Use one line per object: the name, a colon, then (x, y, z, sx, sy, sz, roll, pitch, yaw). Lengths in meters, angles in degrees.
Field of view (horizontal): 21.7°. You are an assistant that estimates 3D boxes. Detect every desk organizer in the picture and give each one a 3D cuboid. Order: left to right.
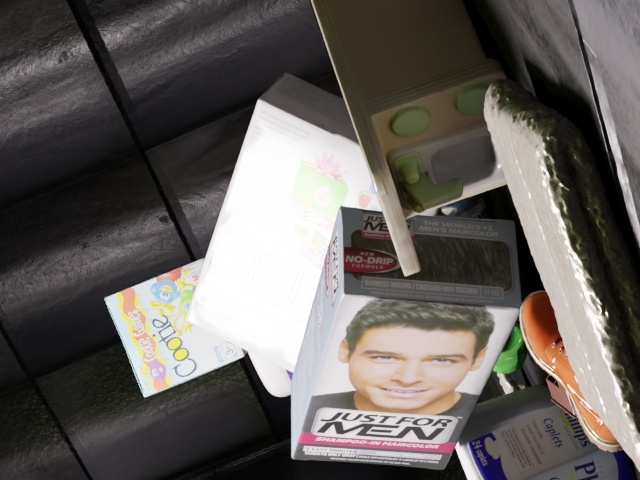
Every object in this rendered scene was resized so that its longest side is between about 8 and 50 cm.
desk organizer: (0.234, 0.123, 1.520, 0.130, 0.047, 0.050, -125, 15, -88)

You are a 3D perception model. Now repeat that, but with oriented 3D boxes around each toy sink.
toy sink: (0.091, -0.115, 1.426, 0.153, 0.131, 0.234, 68, -175, -53)

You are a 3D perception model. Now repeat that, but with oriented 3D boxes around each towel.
towel: (0.195, 0.025, 1.210, 0.187, 0.049, 0.282, -118, 6, -74)

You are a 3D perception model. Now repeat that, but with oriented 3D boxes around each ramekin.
ramekin: (0.261, 0.309, 2.011, 0.277, 0.135, 0.277, 158, 90, -90)

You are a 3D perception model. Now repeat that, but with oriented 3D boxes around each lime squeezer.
lime squeezer: (0.229, 0.103, 2.078, 0.310, 0.059, 0.110, 64, -146, -70)

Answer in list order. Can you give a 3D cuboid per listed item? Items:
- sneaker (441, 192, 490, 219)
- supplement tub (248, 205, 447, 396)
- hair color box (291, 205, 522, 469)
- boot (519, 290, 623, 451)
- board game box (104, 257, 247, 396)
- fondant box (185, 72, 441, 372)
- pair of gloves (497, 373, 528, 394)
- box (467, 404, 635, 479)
sneaker: (0.176, -0.023, 1.894, 0.058, 0.052, 0.135, 57, -175, 12)
supplement tub: (0.044, 0.044, 2.237, 0.241, 0.331, 0.241, -22, -90, -90)
hair color box: (0.083, 0.117, 1.819, 0.374, 0.185, 0.113, 105, 168, -55)
boot: (0.220, 0.094, 1.407, 0.158, 0.059, 0.084, 58, 172, 29)
board game box: (-0.185, 0.111, 2.264, 0.275, 0.142, 0.144, -12, -100, -90)
fondant box: (0.000, 0.000, 1.987, 0.096, 0.238, 0.330, -53, -14, -56)
pair of gloves: (0.307, 0.302, 2.313, 0.240, 0.042, 0.204, 66, -179, -55)
box: (0.228, 0.231, 1.609, 0.072, 0.137, 0.126, -115, 2, -49)
